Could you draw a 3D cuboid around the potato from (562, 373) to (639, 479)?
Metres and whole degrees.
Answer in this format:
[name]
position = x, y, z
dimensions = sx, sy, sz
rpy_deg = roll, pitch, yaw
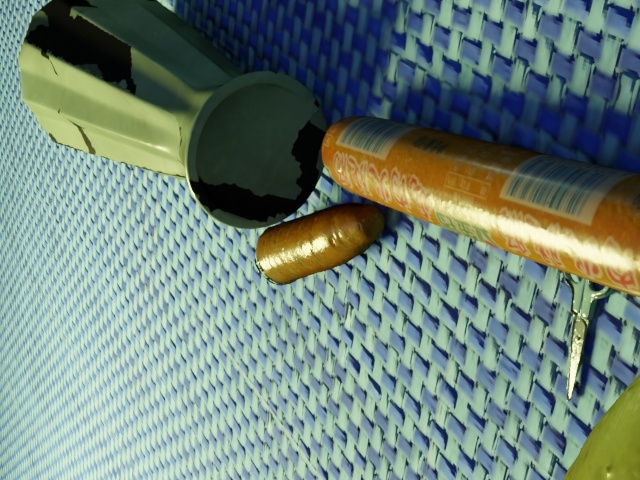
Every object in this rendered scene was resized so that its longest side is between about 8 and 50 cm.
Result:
[potato]
position = 0.169, 0.094, 0.325
dimensions = 0.169, 0.143, 0.248
rpy_deg = 35, 131, 7

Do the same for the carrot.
[carrot]
position = 0.000, 0.000, 0.729
dimensions = 0.139, 0.048, 0.048
rpy_deg = -20, 76, 61

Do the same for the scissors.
[scissors]
position = 0.132, 0.044, 0.527
dimensions = 0.036, 0.006, 0.083
rpy_deg = 28, 119, 56

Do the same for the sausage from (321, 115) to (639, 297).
[sausage]
position = 0.088, -0.026, 0.548
dimensions = 0.348, 0.053, 0.053
rpy_deg = 25, 116, 59

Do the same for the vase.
[vase]
position = -0.135, -0.118, 0.868
dimensions = 0.360, 0.165, 0.165
rpy_deg = 32, 122, 53
